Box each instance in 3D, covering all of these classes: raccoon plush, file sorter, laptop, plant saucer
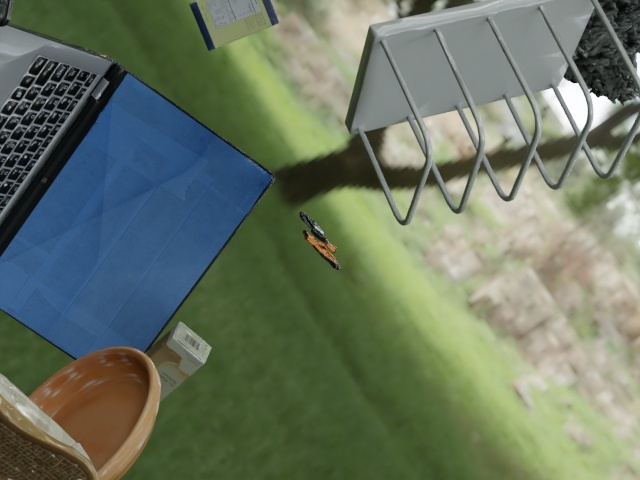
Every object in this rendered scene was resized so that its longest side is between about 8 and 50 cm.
[{"bbox_3d":[0.316,-0.348,1.838,0.216,0.299,0.446,17,-6,22],"label":"raccoon plush"},{"bbox_3d":[0.196,-0.148,1.785,0.193,0.277,0.173,104,-31,-59],"label":"file sorter"},{"bbox_3d":[-0.339,-0.032,2.036,0.236,0.382,0.408,43,14,25],"label":"laptop"},{"bbox_3d":[-0.230,0.187,1.502,0.037,0.200,0.200,53,2,-31],"label":"plant saucer"}]

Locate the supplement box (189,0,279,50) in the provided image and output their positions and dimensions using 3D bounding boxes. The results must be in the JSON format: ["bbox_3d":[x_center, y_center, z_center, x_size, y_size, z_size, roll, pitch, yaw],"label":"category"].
[{"bbox_3d":[-0.095,-0.250,1.733,0.083,0.083,0.056,-116,-176,-79],"label":"supplement box"}]

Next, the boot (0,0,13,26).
[{"bbox_3d":[-0.378,-0.290,1.763,0.099,0.045,0.121,-28,126,-73],"label":"boot"}]

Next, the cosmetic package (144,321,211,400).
[{"bbox_3d":[-0.208,0.168,2.141,0.060,0.115,0.041,40,31,-12],"label":"cosmetic package"}]

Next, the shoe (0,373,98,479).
[{"bbox_3d":[-0.275,0.150,1.298,0.219,0.076,0.058,39,2,-4],"label":"shoe"}]

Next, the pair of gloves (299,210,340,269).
[{"bbox_3d":[0.000,0.000,2.042,0.074,0.010,0.083,46,14,-27],"label":"pair of gloves"}]
